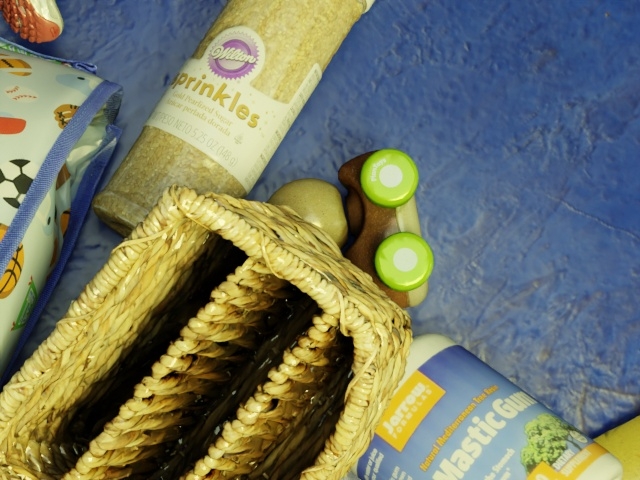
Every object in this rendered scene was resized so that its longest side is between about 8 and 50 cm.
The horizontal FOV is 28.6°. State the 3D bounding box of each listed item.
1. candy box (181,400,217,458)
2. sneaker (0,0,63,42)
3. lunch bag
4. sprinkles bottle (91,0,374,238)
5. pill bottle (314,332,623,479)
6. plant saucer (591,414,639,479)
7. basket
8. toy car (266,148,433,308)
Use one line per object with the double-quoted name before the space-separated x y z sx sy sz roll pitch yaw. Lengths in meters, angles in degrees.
"candy box" -0.152 0.161 1.170 0.206 0.027 0.105 -14 87 -10
"sneaker" -0.262 -0.284 1.169 0.093 0.088 0.225 -5 64 -18
"lunch bag" -0.373 -0.042 1.058 0.328 0.239 0.385 18 52 -3
"sprinkles bottle" -0.071 -0.145 1.179 0.121 0.121 0.355 32 79 -2
"pill bottle" 0.114 0.177 1.107 0.272 0.152 0.152 35 77 24
"plant saucer" 0.313 0.347 1.163 0.333 0.081 0.332 -26 86 -5
"basket" -0.088 0.132 0.994 0.213 0.223 0.299 44 102 16
"toy car" 0.000 0.000 1.159 0.189 0.155 0.148 -9 83 0
